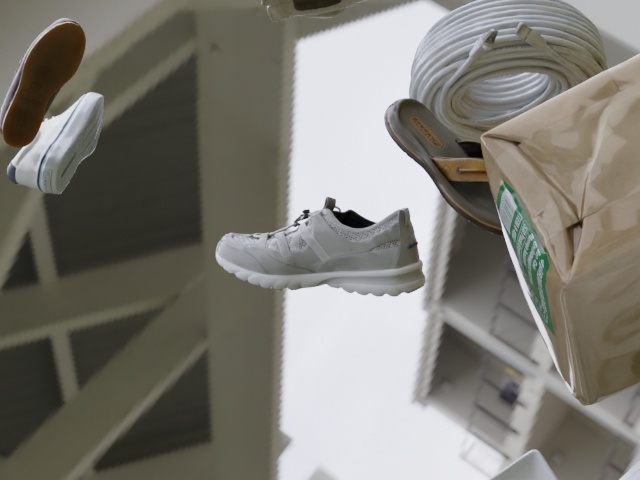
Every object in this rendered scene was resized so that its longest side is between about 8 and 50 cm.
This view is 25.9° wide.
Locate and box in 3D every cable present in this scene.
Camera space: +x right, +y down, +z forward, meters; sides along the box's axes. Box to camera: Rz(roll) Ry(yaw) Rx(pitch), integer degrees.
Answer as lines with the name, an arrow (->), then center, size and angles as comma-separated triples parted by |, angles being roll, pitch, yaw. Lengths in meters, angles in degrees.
cable -> 0.239, -0.214, 1.796 | 0.257, 0.089, 0.257 | 15, -32, -37

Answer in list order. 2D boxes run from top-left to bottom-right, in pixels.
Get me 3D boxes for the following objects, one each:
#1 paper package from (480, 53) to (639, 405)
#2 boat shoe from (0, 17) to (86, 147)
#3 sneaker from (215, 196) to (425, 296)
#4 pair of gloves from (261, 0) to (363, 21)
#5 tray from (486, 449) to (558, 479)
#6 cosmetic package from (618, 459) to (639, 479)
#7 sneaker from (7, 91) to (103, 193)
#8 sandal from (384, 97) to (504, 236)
paper package -> 0.327, -0.023, 1.278 | 0.309, 0.168, 0.325 | -27, -28, 0
boat shoe -> -0.405, -0.234, 1.998 | 0.073, 0.073, 0.207 | 27, -71, -26
sneaker -> 0.000, 0.000, 1.736 | 0.105, 0.281, 0.115 | -20, -69, -64
pair of gloves -> -0.003, -0.400, 1.774 | 0.042, 0.204, 0.240 | -89, -18, -62
tray -> 0.304, 0.424, 1.832 | 0.145, 0.270, 0.030 | -37, -18, 15
cosmetic package -> 0.330, 0.183, 0.960 | 0.225, 0.138, 0.224 | -29, -6, 34
sneaker -> -0.405, -0.162, 2.147 | 0.258, 0.091, 0.094 | -69, -9, -59
sandal -> 0.162, -0.085, 1.514 | 0.090, 0.219, 0.060 | -24, -23, -48
